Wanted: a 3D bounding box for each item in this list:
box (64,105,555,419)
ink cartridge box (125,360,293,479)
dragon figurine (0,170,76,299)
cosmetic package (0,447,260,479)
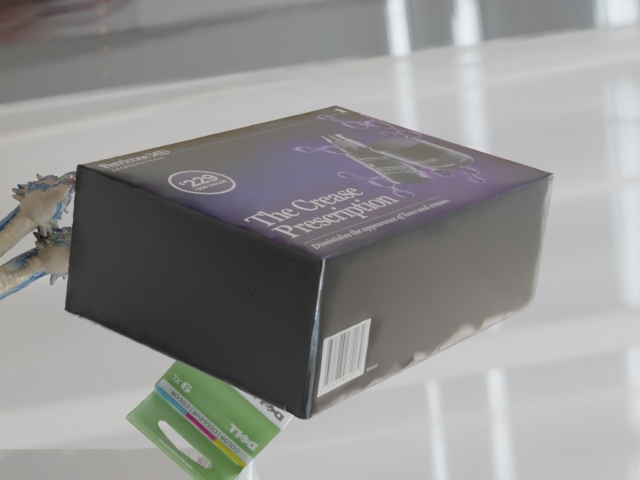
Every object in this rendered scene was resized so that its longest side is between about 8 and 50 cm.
[{"bbox_3d":[0.000,0.000,0.927,0.261,0.184,0.103,-20,121,-52],"label":"box"},{"bbox_3d":[-0.073,0.126,1.320,0.109,0.062,0.209,42,30,1],"label":"ink cartridge box"},{"bbox_3d":[-0.279,0.051,1.026,0.085,0.289,0.144,59,13,-9],"label":"dragon figurine"},{"bbox_3d":[-0.239,0.411,1.975,0.097,0.377,0.284,-65,145,-52],"label":"cosmetic package"}]
